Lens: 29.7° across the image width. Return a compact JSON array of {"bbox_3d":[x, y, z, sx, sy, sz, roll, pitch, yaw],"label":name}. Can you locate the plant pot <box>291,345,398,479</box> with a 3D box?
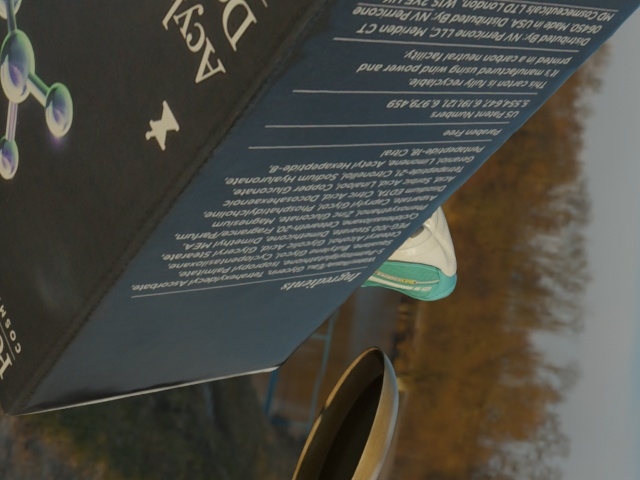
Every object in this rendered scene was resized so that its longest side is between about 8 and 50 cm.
[{"bbox_3d":[0.022,0.222,1.232,0.236,0.032,0.236,-61,-170,18],"label":"plant pot"}]

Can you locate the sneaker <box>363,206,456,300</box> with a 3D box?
[{"bbox_3d":[0.000,0.000,1.078,0.107,0.275,0.110,-53,134,-26],"label":"sneaker"}]

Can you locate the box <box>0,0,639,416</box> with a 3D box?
[{"bbox_3d":[-0.060,-0.136,0.662,0.395,0.212,0.293,-48,-120,39],"label":"box"}]
